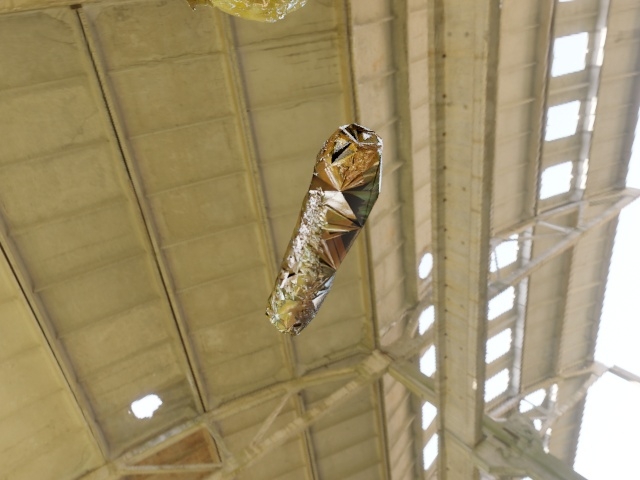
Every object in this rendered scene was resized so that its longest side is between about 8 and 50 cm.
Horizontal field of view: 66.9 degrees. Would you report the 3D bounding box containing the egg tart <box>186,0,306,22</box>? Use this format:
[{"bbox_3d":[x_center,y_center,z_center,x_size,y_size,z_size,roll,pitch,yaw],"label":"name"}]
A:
[{"bbox_3d":[-0.041,-0.313,0.284,0.352,0.153,0.339,-31,-44,29],"label":"egg tart"}]

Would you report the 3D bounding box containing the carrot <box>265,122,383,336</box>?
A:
[{"bbox_3d":[0.000,-0.001,0.463,0.069,0.069,0.228,-8,-44,-36],"label":"carrot"}]
